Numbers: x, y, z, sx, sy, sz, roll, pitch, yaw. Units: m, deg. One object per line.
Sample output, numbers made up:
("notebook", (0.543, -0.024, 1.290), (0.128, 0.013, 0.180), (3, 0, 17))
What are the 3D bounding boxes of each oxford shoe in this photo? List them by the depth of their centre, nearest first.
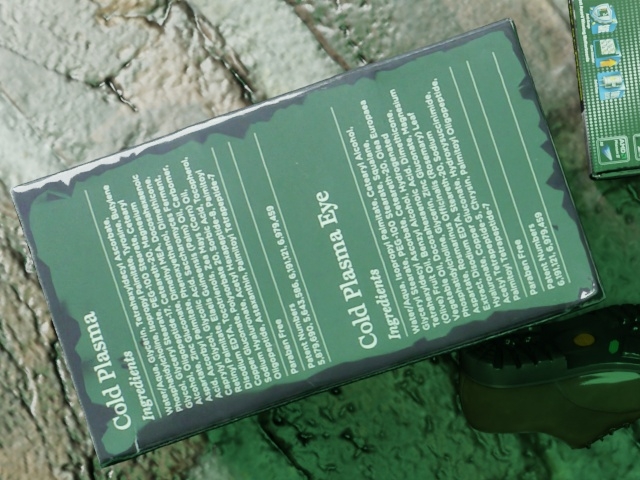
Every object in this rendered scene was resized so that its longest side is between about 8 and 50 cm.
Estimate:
("oxford shoe", (0.211, 0.103, 1.309), (0.227, 0.083, 0.096), (-2, 121, -5))

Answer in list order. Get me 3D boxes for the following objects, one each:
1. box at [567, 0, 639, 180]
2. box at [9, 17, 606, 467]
("box", (0.279, -0.147, 1.315), (0.184, 0.045, 0.191), (-6, 89, 5))
("box", (0.000, 0.000, 1.183), (0.312, 0.343, 0.179), (-19, 89, 3))
